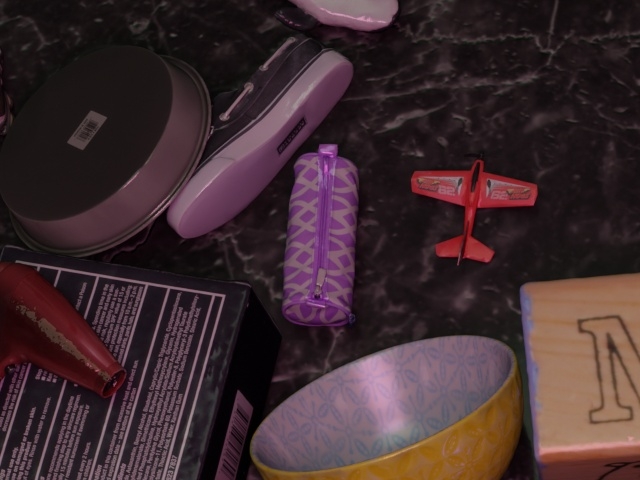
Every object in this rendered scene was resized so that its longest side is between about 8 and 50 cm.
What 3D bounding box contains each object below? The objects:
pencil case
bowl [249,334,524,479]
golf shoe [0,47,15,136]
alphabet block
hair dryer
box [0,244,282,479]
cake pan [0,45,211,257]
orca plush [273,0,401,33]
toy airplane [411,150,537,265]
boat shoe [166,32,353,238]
[{"bbox_3d":[0.000,0.000,1.725,0.086,0.088,0.206,-1,66,8],"label":"pencil case"},{"bbox_3d":[0.088,0.231,1.551,0.289,0.289,0.156,-21,105,1],"label":"bowl"},{"bbox_3d":[-0.443,-0.222,1.901,0.077,0.094,0.198,-28,63,-1],"label":"golf shoe"},{"bbox_3d":[0.315,0.151,1.546,0.197,0.192,0.193,-6,68,9],"label":"alphabet block"},{"bbox_3d":[-0.338,0.133,1.556,0.293,0.080,0.223,-6,82,16],"label":"hair dryer"},{"bbox_3d":[-0.227,0.186,1.633,0.294,0.183,0.296,9,70,14],"label":"box"},{"bbox_3d":[-0.267,-0.117,1.788,0.293,0.054,0.293,-17,52,22],"label":"cake pan"},{"bbox_3d":[-0.038,-0.333,1.872,0.287,0.102,0.151,13,86,-2],"label":"orca plush"},{"bbox_3d":[0.177,-0.035,1.739,0.151,0.028,0.151,-4,66,10],"label":"toy airplane"},{"bbox_3d":[-0.092,-0.133,1.790,0.102,0.108,0.301,36,75,22],"label":"boat shoe"}]
